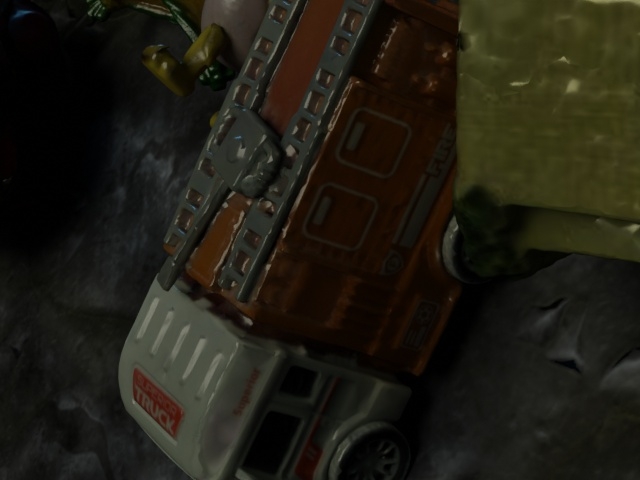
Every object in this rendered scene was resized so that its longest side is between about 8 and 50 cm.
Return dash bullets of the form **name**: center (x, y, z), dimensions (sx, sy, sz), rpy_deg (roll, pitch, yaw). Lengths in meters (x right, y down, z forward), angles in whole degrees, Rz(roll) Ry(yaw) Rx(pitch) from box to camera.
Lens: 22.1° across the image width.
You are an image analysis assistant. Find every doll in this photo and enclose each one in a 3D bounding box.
- **doll**: center (0.018, -0.236, 1.232), dimensions (0.365, 0.160, 0.094), rpy_deg (-48, 29, -4)

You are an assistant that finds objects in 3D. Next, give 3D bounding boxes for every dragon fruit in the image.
- **dragon fruit**: center (-0.390, -0.135, 1.594), dimensions (0.329, 0.329, 0.329), rpy_deg (-20, 62, 43)

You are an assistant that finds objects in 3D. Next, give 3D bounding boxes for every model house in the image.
- **model house**: center (0.242, -0.129, 0.941), dimensions (0.266, 0.261, 0.321), rpy_deg (10, 105, 34)

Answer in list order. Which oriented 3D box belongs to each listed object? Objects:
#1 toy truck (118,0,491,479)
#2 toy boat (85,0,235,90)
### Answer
- **toy truck**: center (0.000, 0.000, 1.171), dimensions (0.173, 0.207, 0.387), rpy_deg (34, 103, 49)
- **toy boat**: center (-0.136, -0.207, 1.494), dimensions (0.229, 0.089, 0.088), rpy_deg (31, 86, 46)
